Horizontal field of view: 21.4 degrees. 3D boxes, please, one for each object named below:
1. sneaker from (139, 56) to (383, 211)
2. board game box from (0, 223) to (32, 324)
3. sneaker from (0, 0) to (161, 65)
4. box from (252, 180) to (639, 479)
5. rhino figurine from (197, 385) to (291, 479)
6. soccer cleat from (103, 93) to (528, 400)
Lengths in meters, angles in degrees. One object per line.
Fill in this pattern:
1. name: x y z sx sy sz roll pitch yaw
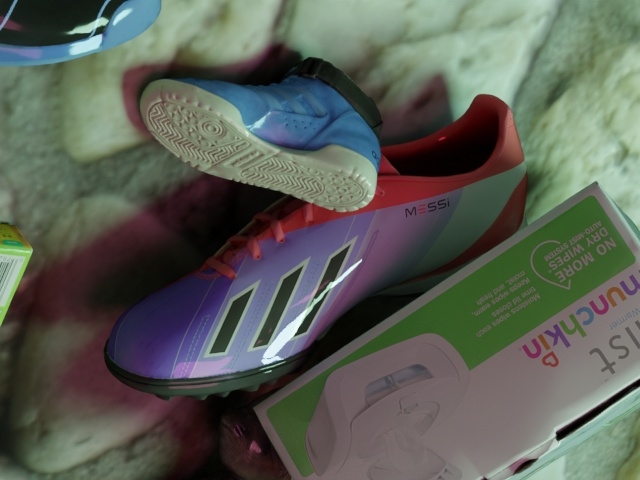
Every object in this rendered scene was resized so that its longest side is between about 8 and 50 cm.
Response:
1. sneaker: -0.033 -0.080 1.040 0.152 0.084 0.058 19 140 -9
2. board game box: -0.298 0.035 0.945 0.259 0.039 0.124 7 118 -43
3. sneaker: -0.182 -0.144 0.853 0.232 0.081 0.090 -9 135 -29
4. box: 0.121 0.095 1.128 0.262 0.127 0.231 -34 166 11
5. rhino figurine: -0.075 0.201 1.214 0.106 0.073 0.243 11 115 -37
6. soccer cleat: 0.000 0.000 1.090 0.318 0.108 0.116 -22 128 -26
